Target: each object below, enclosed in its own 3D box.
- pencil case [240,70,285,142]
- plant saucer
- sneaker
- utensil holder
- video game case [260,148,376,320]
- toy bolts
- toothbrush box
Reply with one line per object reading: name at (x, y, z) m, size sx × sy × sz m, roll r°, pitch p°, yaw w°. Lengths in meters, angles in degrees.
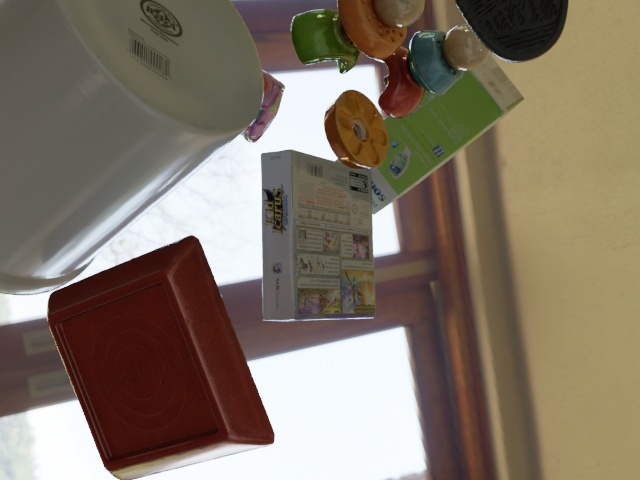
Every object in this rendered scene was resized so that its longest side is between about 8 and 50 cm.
pencil case at (-0.198, -0.276, 1.629) m, size 0.284 × 0.124 × 0.124 m, roll 32°, pitch -39°, yaw 1°
plant saucer at (-0.207, 0.153, 1.167) m, size 0.258 × 0.048 × 0.259 m, roll -21°, pitch -88°, yaw 31°
sneaker at (0.146, -0.300, 0.920) m, size 0.178 × 0.124 × 0.295 m, roll -21°, pitch 92°, yaw -77°
utensil holder at (-0.306, -0.161, 1.217) m, size 0.385 × 0.328 × 0.327 m, roll -34°, pitch -114°, yaw 32°
video game case at (0.000, 0.000, 1.513) m, size 0.061 × 0.269 × 0.244 m, roll -5°, pitch -96°, yaw 28°
toy bolts at (0.108, -0.209, 1.218) m, size 0.158 × 0.228 × 0.218 m, roll -19°, pitch -101°, yaw 38°
toothbrush box at (0.188, -0.189, 1.687) m, size 0.283 × 0.206 × 0.122 m, roll -37°, pitch -91°, yaw 25°
